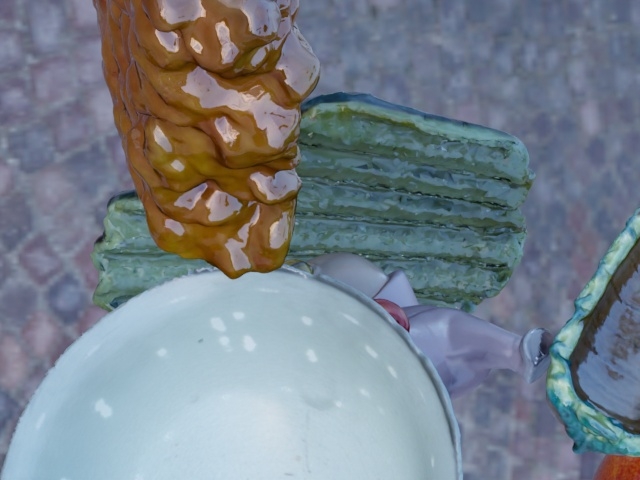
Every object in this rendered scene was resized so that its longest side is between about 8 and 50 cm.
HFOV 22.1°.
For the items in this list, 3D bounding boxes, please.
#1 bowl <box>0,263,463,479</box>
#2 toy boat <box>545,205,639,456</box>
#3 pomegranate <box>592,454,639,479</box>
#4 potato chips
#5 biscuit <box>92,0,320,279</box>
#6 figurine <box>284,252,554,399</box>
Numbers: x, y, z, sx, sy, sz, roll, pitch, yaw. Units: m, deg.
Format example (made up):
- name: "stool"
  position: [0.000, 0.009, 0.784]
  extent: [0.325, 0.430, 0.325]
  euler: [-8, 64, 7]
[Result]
- name: "bowl"
  position: [-0.045, 0.187, 1.102]
  extent: [0.146, 0.313, 0.313]
  euler: [59, 46, -61]
- name: "toy boat"
  position: [0.252, 0.036, 1.199]
  extent: [0.108, 0.099, 0.293]
  euler: [32, 66, 2]
- name: "pomegranate"
  position: [0.401, 0.262, 1.702]
  extent: [0.256, 0.221, 0.221]
  euler: [-53, 126, -30]
- name: "potato chips"
  position: [0.000, 0.000, 1.560]
  extent: [0.429, 0.358, 0.070]
  euler: [2, 46, -14]
- name: "biscuit"
  position: [-0.079, -0.165, 0.972]
  extent: [0.111, 0.312, 0.318]
  euler: [-8, 66, -9]
- name: "figurine"
  position: [0.047, 0.078, 1.298]
  extent: [0.176, 0.287, 0.186]
  euler: [-33, 96, -21]
